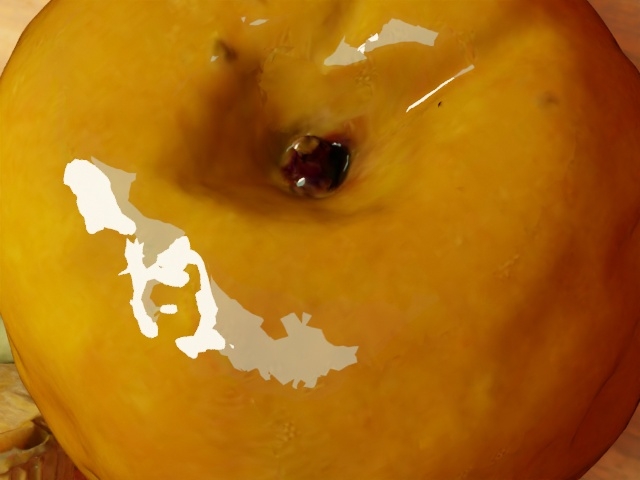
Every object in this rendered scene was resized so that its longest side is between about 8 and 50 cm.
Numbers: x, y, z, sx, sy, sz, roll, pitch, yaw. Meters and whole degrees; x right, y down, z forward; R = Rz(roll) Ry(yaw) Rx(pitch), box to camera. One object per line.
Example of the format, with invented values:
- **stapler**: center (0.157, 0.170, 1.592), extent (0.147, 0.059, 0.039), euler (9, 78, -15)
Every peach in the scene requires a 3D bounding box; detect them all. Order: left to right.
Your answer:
- **peach**: center (0.000, 0.000, 0.750), extent (0.343, 0.301, 0.342), euler (-1, 74, 5)

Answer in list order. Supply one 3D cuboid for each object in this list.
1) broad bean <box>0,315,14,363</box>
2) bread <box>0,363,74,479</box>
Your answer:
- **broad bean**: center (-0.250, -0.026, 0.945), extent (0.263, 0.121, 0.189), euler (19, 65, 23)
- **bread**: center (-0.242, 0.125, 0.911), extent (0.199, 0.199, 0.104), euler (18, 113, 22)
